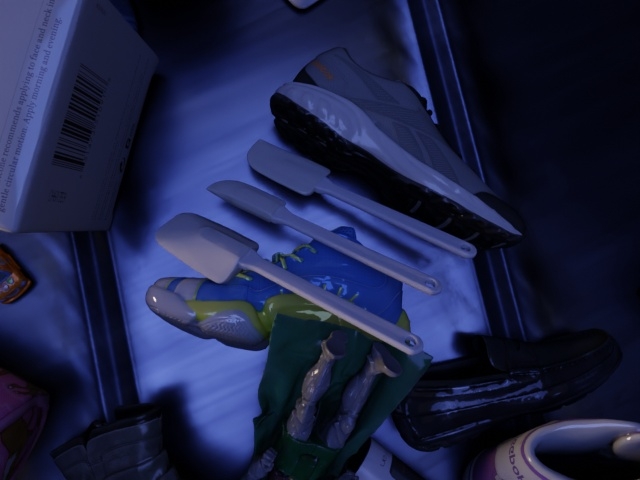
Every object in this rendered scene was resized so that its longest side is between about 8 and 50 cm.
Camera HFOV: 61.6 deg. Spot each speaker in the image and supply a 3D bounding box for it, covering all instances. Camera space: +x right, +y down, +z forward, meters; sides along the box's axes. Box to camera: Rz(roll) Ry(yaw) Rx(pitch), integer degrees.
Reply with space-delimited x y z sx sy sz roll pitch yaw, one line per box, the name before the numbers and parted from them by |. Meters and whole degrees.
speaker | 0.082 0.242 0.492 0.136 0.055 0.055 38 82 1

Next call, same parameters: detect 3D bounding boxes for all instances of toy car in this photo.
toy car | -0.336 0.044 0.490 0.122 0.040 0.060 -23 86 -7

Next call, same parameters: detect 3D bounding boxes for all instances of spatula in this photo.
spatula | 0.000 0.000 0.466 0.242 0.019 0.168 27 47 15

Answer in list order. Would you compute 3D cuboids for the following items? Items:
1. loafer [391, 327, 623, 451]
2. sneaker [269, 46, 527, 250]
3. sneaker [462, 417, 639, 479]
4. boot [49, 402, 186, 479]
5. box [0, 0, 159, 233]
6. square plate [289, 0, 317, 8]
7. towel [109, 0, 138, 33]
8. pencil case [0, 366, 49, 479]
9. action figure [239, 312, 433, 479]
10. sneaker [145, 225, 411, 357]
loafer | 0.170 0.123 0.501 0.224 0.076 0.078 -19 93 -3
sneaker | 0.087 -0.087 0.511 0.272 0.100 0.108 37 74 -1
sneaker | 0.282 0.223 0.447 0.283 0.161 0.102 13 50 -4
boot | -0.117 0.207 0.427 0.247 0.083 0.161 -20 87 24
box | -0.233 -0.106 0.434 0.119 0.182 0.180 17 91 -3
square plate | 0.003 -0.477 0.572 0.347 0.049 0.344 -39 87 -8
towel | -0.231 -0.252 0.537 0.067 0.029 0.119 -21 85 -7
pencil case | -0.418 0.111 0.418 0.386 0.160 0.167 27 90 -2
action figure | -0.013 0.178 0.454 0.137 0.063 0.232 19 113 -11
sneaker | -0.030 0.042 0.500 0.240 0.091 0.126 15 70 -10
